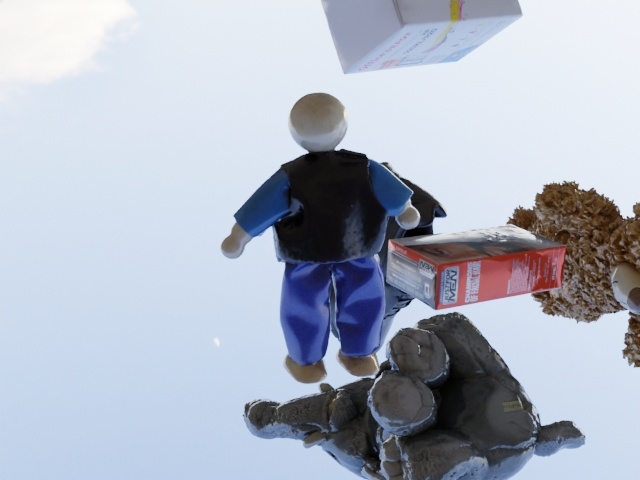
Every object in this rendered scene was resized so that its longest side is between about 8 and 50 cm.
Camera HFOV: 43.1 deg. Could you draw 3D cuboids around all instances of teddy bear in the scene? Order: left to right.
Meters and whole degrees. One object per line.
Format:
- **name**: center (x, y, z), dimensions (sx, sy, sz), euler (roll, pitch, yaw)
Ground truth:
- **teddy bear**: center (0.337, 0.037, 0.989), dimensions (0.113, 0.245, 0.338), euler (-21, -157, -19)

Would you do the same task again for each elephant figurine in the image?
- **elephant figurine**: center (0.069, 0.170, 0.742), dimensions (0.169, 0.239, 0.186), euler (-25, -102, -34)

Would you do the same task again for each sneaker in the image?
- **sneaker**: center (0.086, 0.048, 1.039), dimensions (0.130, 0.286, 0.109), euler (31, -137, 31)

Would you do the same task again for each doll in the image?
- **doll**: center (0.000, 0.000, 0.520), dimensions (0.129, 0.189, 0.046), euler (-5, -158, -9)

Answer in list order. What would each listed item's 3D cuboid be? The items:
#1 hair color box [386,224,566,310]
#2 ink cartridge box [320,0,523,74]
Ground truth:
- **hair color box**: center (0.165, 0.025, 0.859), dimensions (0.167, 0.053, 0.093), euler (-8, -160, -27)
- **ink cartridge box**: center (0.142, -0.365, 1.209), dimensions (0.233, 0.168, 0.171), euler (-13, 174, -31)
